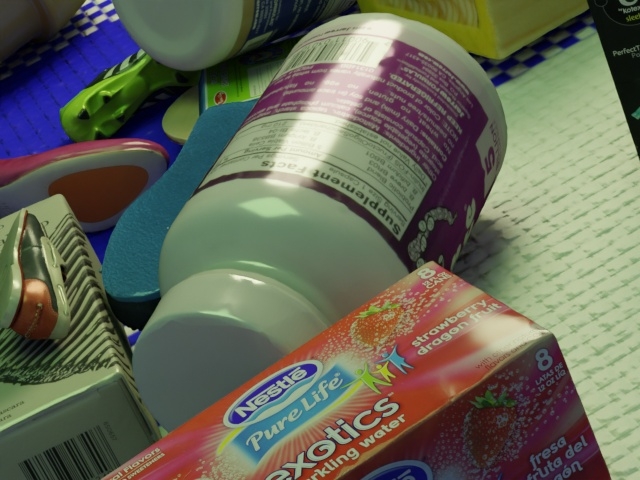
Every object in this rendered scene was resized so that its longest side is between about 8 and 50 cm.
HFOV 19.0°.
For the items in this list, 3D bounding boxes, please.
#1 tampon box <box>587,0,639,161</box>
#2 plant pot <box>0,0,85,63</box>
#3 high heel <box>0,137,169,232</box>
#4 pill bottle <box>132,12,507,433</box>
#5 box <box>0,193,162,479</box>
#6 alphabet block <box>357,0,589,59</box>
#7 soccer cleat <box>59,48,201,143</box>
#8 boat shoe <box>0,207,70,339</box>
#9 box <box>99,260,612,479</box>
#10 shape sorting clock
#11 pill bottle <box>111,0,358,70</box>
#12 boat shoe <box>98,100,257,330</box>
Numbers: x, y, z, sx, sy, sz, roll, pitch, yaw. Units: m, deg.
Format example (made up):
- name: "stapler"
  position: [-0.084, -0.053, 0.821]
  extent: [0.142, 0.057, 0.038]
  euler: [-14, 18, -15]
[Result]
- name: "tampon box"
  position: [0.251, -0.144, 1.260]
  extent: [0.120, 0.161, 0.101]
  euler: [-13, 31, 19]
- name: "plant pot"
  position: [-0.378, -0.244, 1.822]
  extent: [0.254, 0.254, 0.239]
  euler: [18, 65, 50]
- name: "high heel"
  position: [-0.222, -0.055, 1.546]
  extent: [0.244, 0.082, 0.117]
  euler: [-24, 37, 27]
- name: "pill bottle"
  position: [0.000, 0.000, 1.205]
  extent: [0.169, 0.169, 0.301]
  euler: [-5, 35, 30]
- name: "box"
  position: [-0.185, 0.080, 1.284]
  extent: [0.113, 0.094, 0.275]
  euler: [-26, 30, -4]
- name: "alphabet block"
  position: [0.137, -0.282, 1.518]
  extent: [0.197, 0.193, 0.192]
  euler: [-31, 28, -23]
- name: "soccer cleat"
  position: [-0.151, -0.145, 1.664]
  extent: [0.179, 0.060, 0.072]
  euler: [-33, 25, -11]
- name: "boat shoe"
  position: [-0.185, 0.023, 1.240]
  extent: [0.043, 0.049, 0.137]
  euler: [17, 22, -17]
- name: "box"
  position: [0.010, 0.139, 1.016]
  extent: [0.257, 0.122, 0.128]
  euler: [-33, 30, -15]
- name: "shape sorting clock"
  position: [-0.031, -0.124, 1.555]
  extent: [0.206, 0.040, 0.206]
  euler: [-14, 22, 6]
- name: "pill bottle"
  position: [-0.040, -0.251, 1.616]
  extent: [0.153, 0.153, 0.265]
  euler: [8, 26, 43]
- name: "boat shoe"
  position: [-0.071, -0.006, 1.356]
  extent: [0.109, 0.089, 0.258]
  euler: [6, 35, 22]
